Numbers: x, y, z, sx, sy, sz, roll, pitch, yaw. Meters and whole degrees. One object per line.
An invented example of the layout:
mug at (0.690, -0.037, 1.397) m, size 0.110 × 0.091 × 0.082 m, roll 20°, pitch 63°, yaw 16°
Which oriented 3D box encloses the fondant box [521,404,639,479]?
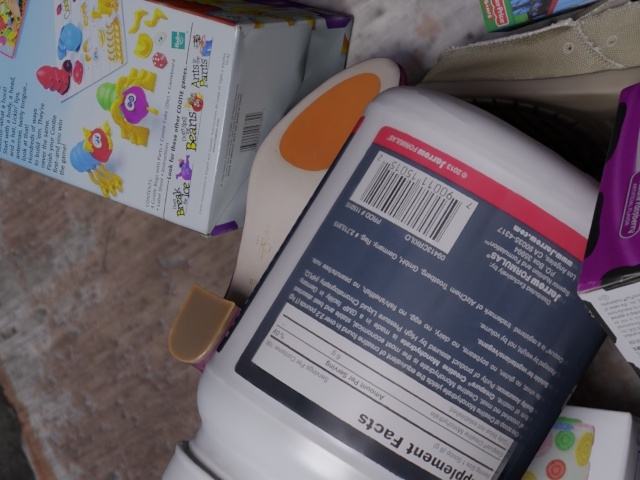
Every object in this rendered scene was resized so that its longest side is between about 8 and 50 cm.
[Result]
fondant box at (0.077, 0.264, 1.011) m, size 0.238 × 0.096 × 0.330 m, roll 3°, pitch 76°, yaw 32°

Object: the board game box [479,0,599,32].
board game box at (0.180, -0.229, 0.960) m, size 0.212 × 0.039 × 0.160 m, roll -13°, pitch 92°, yaw 33°

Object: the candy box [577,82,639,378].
candy box at (0.232, 0.041, 0.845) m, size 0.071 × 0.159 × 0.233 m, roll -17°, pitch 127°, yaw 35°

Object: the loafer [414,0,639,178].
loafer at (0.173, -0.098, 0.960) m, size 0.269 × 0.102 × 0.092 m, roll 1°, pitch 58°, yaw 43°

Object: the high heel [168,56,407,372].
high heel at (0.000, 0.000, 1.053) m, size 0.082 × 0.117 × 0.244 m, roll 23°, pitch 80°, yaw 36°

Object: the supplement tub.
supplement tub at (0.049, 0.066, 0.926) m, size 0.191 × 0.191 × 0.272 m, roll 31°, pitch 88°, yaw 24°

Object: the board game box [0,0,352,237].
board game box at (-0.138, -0.119, 1.123) m, size 0.275 × 0.142 × 0.144 m, roll 20°, pitch 110°, yaw 28°
